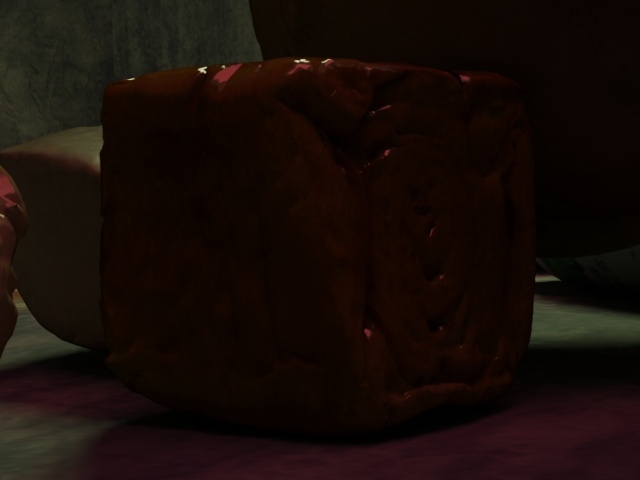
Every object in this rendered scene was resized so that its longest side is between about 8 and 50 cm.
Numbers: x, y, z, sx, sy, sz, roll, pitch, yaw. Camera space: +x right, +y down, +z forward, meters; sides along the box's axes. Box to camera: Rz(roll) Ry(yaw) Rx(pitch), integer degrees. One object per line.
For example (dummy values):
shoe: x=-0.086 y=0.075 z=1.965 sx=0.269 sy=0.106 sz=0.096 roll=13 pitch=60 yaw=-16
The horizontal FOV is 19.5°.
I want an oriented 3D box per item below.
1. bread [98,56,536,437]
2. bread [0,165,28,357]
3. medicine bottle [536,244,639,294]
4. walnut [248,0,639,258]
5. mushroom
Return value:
bread: x=0.000 y=0.000 z=0.809 sx=0.143 sy=0.158 sz=0.149 roll=-4 pitch=3 yaw=37
bread: x=-0.201 y=-0.010 z=0.672 sx=0.211 sy=0.224 sz=0.184 roll=12 pitch=17 yaw=35
medicine bottle: x=0.219 y=-0.028 z=1.241 sx=0.133 sy=0.133 sz=0.274 roll=-3 pitch=5 yaw=-25
walnut: x=0.145 y=-0.161 z=0.993 sx=0.381 sy=0.381 sz=0.381 roll=-1 pitch=4 yaw=0
mushroom: x=-0.045 y=-0.011 z=1.072 sx=0.154 sy=0.137 sz=0.407 roll=-11 pitch=-3 yaw=27
